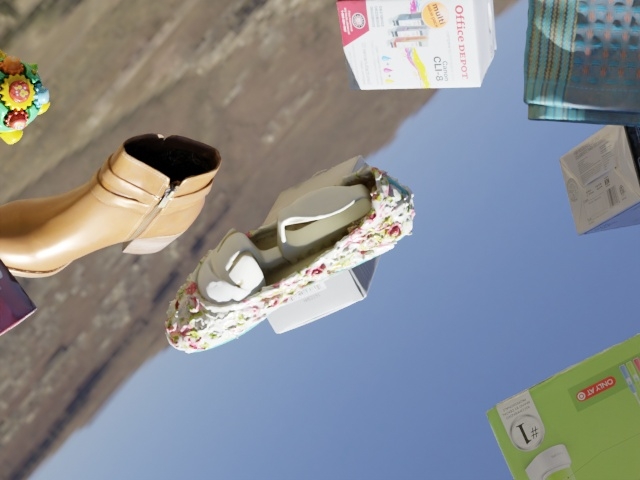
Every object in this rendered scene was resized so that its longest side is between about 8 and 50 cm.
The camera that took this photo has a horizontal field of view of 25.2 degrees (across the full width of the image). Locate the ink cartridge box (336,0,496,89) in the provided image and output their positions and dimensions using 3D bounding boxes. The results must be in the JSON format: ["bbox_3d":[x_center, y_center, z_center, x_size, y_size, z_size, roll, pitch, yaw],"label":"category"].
[{"bbox_3d":[0.127,-0.275,1.826,0.176,0.128,0.127,0,-149,17],"label":"ink cartridge box"}]

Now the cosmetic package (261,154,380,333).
[{"bbox_3d":[0.000,0.000,1.714,0.127,0.107,0.238,-24,-165,23],"label":"cosmetic package"}]

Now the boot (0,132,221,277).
[{"bbox_3d":[-0.269,-0.045,1.726,0.220,0.283,0.109,-46,-131,54],"label":"boot"}]

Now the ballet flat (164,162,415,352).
[{"bbox_3d":[-0.035,0.006,1.193,0.241,0.091,0.077,-31,142,0],"label":"ballet flat"}]

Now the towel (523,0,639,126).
[{"bbox_3d":[0.307,-0.271,1.168,0.040,0.271,0.370,-15,110,-66],"label":"towel"}]

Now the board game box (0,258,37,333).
[{"bbox_3d":[-0.327,-0.041,1.088,0.027,0.281,0.145,-36,-176,8],"label":"board game box"}]

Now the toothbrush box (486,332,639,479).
[{"bbox_3d":[0.301,0.235,1.229,0.206,0.283,0.122,-30,153,15],"label":"toothbrush box"}]

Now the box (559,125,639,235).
[{"bbox_3d":[0.414,-0.086,1.470,0.290,0.087,0.169,-10,170,-14],"label":"box"}]

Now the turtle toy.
[{"bbox_3d":[-0.361,-0.155,1.623,0.130,0.095,0.066,-53,-154,-22],"label":"turtle toy"}]
